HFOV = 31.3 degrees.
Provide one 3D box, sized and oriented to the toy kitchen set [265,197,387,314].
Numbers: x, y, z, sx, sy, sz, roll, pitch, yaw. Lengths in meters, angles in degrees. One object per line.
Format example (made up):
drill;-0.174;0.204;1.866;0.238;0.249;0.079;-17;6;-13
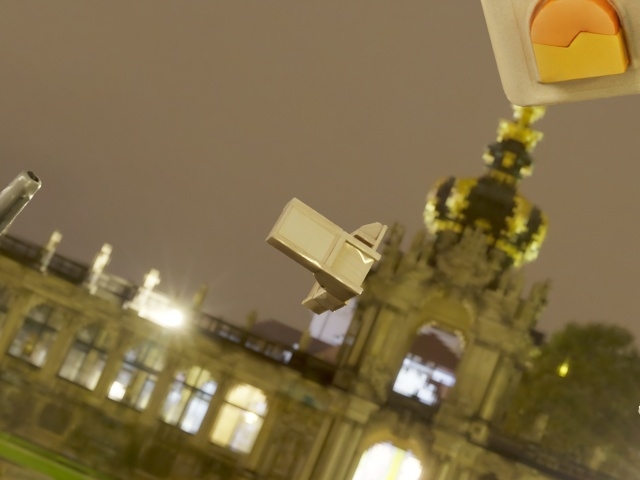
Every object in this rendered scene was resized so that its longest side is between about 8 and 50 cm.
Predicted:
toy kitchen set;0.000;0.000;0.814;0.075;0.068;0.083;33;-23;-9

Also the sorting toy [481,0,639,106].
sorting toy;0.185;-0.176;0.700;0.208;0.038;0.193;-2;-59;32

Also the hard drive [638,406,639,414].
hard drive;0.372;0.038;0.713;0.064;0.237;0.339;16;-3;-37

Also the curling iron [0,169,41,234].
curling iron;-0.305;0.048;0.857;0.035;0.274;0.068;48;8;-4
